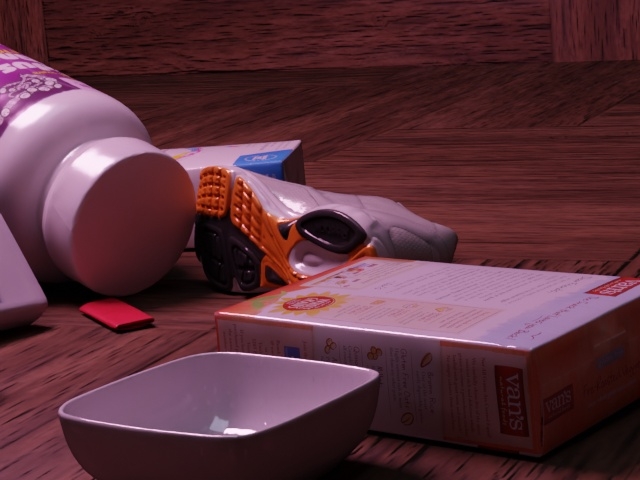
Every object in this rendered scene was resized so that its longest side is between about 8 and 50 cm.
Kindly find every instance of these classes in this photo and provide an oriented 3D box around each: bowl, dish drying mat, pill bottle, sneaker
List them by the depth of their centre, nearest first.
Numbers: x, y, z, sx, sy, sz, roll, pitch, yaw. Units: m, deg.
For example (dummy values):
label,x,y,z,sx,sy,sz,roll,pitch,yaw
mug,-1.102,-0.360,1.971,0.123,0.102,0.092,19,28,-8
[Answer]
label,x,y,z,sx,sy,sz,roll,pitch,yaw
bowl,-0.051,0.103,0.928,0.142,0.053,0.142,4,15,36
dish drying mat,-0.156,0.057,1.319,0.032,0.008,0.083,-11,14,-26
sneaker,0.000,0.000,1.368,0.121,0.099,0.262,-4,16,-37
pill bottle,-0.245,-0.063,1.474,0.169,0.169,0.301,-14,30,-41

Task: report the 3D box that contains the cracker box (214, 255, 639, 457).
label,x,y,z,sx,sy,sz,roll,pitch,yaw
cracker box,0.074,0.064,1.043,0.232,0.067,0.156,4,15,40

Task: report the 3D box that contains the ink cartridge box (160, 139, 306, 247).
label,x,y,z,sx,sy,sz,roll,pitch,yaw
ink cartridge box,-0.135,-0.040,1.619,0.231,0.078,0.134,-4,11,7

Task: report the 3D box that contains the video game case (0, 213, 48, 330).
label,x,y,z,sx,sy,sz,roll,pitch,yaw
video game case,-0.386,-0.048,1.235,0.329,0.300,0.036,-10,-26,-50
